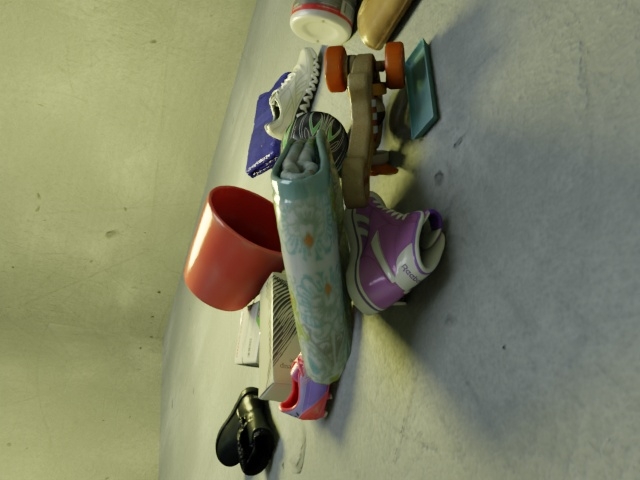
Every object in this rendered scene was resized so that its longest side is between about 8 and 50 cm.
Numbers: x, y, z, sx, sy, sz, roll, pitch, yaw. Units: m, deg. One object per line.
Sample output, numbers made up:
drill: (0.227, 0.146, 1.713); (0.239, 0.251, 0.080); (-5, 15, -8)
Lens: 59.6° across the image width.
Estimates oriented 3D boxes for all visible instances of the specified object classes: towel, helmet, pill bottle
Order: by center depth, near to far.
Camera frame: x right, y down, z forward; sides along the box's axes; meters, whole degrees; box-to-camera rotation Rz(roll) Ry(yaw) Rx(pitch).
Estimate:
towel: (0.000, 0.000, 0.935); (0.374, 0.090, 0.321); (-81, -18, -69)
helmet: (-0.014, -0.205, 1.260); (0.161, 0.169, 0.170); (-83, 12, -70)
pill bottle: (0.024, -0.667, 1.432); (0.161, 0.161, 0.283); (175, 107, -69)
towel: (-0.154, -0.372, 1.834); (0.227, 0.076, 0.308); (-21, 56, 55)

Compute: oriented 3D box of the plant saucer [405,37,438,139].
plant saucer: (0.178, -0.269, 0.989); (0.067, 0.018, 0.192); (131, 145, -52)

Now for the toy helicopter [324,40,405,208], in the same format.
toy helicopter: (0.076, -0.177, 0.992); (0.235, 0.140, 0.355); (78, -163, -45)

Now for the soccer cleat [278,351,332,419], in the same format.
soccer cleat: (-0.010, 0.228, 1.084); (0.083, 0.095, 0.248); (-155, 78, -70)

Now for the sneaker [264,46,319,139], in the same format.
sneaker: (-0.082, -0.434, 1.649); (0.110, 0.118, 0.292); (-166, 90, -72)

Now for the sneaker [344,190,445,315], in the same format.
sneaker: (0.127, -0.016, 0.901); (0.161, 0.102, 0.282); (-38, 30, 26)

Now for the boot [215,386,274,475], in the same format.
boot: (-0.195, 0.522, 1.409); (0.247, 0.094, 0.207); (-66, 18, 13)

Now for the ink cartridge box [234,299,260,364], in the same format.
ink cartridge box: (-0.143, 0.243, 1.437); (0.219, 0.092, 0.160); (150, 130, -65)

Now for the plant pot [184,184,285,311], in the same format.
plant pot: (-0.217, 0.033, 1.452); (0.243, 0.274, 0.275); (-56, 28, 25)

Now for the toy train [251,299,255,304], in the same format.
toy train: (-0.178, 0.052, 1.652); (0.143, 0.105, 0.248); (-119, 44, -76)

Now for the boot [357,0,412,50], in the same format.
boot: (0.156, -0.563, 1.125); (0.269, 0.089, 0.236); (134, 143, -58)

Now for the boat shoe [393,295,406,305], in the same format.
boat shoe: (0.109, 0.085, 0.928); (0.125, 0.046, 0.038); (-174, 92, -78)

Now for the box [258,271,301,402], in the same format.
box: (-0.073, 0.213, 1.244); (0.094, 0.113, 0.275); (125, 149, -44)
